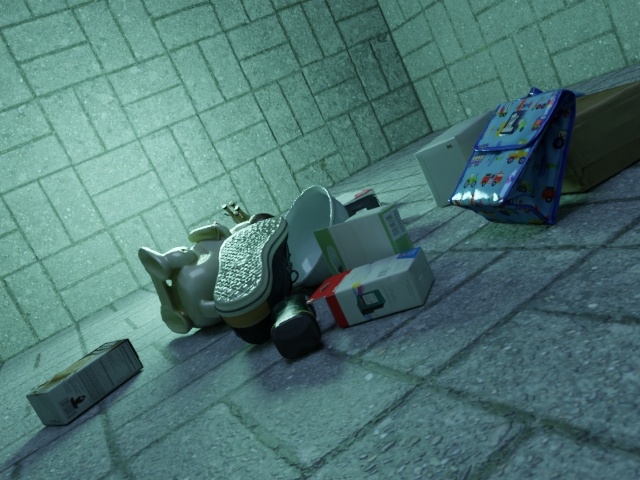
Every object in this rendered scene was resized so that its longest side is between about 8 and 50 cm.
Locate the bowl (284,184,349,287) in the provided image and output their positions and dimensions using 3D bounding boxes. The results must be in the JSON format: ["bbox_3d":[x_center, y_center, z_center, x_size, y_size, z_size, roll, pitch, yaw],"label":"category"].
[{"bbox_3d":[-0.001,0.007,1.546,0.298,0.134,0.298,-40,39,43],"label":"bowl"}]

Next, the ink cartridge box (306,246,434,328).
[{"bbox_3d":[0.101,0.100,1.135,0.231,0.078,0.134,-21,10,27],"label":"ink cartridge box"}]

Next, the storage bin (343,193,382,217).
[{"bbox_3d":[0.137,-0.049,1.649,0.122,0.084,0.180,-25,30,5],"label":"storage bin"}]

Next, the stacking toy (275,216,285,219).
[{"bbox_3d":[-0.101,-0.027,2.172,0.141,0.141,0.330,-30,15,-25],"label":"stacking toy"}]

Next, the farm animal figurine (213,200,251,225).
[{"bbox_3d":[-0.261,0.011,2.087,0.326,0.172,0.330,-8,52,30],"label":"farm animal figurine"}]

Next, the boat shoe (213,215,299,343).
[{"bbox_3d":[-0.158,0.082,1.432,0.186,0.156,0.500,-19,25,9],"label":"boat shoe"}]

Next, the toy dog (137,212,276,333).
[{"bbox_3d":[-0.276,0.068,1.692,0.408,0.285,0.395,-32,20,-36],"label":"toy dog"}]

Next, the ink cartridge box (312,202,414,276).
[{"bbox_3d":[0.103,0.023,1.263,0.056,0.171,0.235,-32,12,-36],"label":"ink cartridge box"}]

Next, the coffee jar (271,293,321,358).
[{"bbox_3d":[-0.052,0.173,1.140,0.096,0.079,0.184,-26,9,0],"label":"coffee jar"}]

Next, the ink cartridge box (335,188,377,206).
[{"bbox_3d":[0.100,-0.116,2.193,0.172,0.100,0.237,-30,12,-23],"label":"ink cartridge box"}]

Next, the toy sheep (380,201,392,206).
[{"bbox_3d":[0.199,-0.083,1.829,0.132,0.091,0.091,5,27,34],"label":"toy sheep"}]

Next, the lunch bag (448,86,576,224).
[{"bbox_3d":[0.435,-0.193,1.220,0.293,0.138,0.221,-69,16,-3],"label":"lunch bag"}]

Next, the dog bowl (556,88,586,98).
[{"bbox_3d":[0.744,-0.372,1.773,0.297,0.166,0.074,-29,22,-19],"label":"dog bowl"}]

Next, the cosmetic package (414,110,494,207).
[{"bbox_3d":[0.470,-0.270,1.804,0.155,0.197,0.365,-17,12,40],"label":"cosmetic package"}]

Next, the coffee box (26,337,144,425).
[{"bbox_3d":[-0.613,0.368,1.470,0.141,0.098,0.246,-17,13,40],"label":"coffee box"}]

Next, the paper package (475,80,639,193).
[{"bbox_3d":[0.608,-0.241,1.386,0.309,0.168,0.325,-27,9,-17],"label":"paper package"}]
